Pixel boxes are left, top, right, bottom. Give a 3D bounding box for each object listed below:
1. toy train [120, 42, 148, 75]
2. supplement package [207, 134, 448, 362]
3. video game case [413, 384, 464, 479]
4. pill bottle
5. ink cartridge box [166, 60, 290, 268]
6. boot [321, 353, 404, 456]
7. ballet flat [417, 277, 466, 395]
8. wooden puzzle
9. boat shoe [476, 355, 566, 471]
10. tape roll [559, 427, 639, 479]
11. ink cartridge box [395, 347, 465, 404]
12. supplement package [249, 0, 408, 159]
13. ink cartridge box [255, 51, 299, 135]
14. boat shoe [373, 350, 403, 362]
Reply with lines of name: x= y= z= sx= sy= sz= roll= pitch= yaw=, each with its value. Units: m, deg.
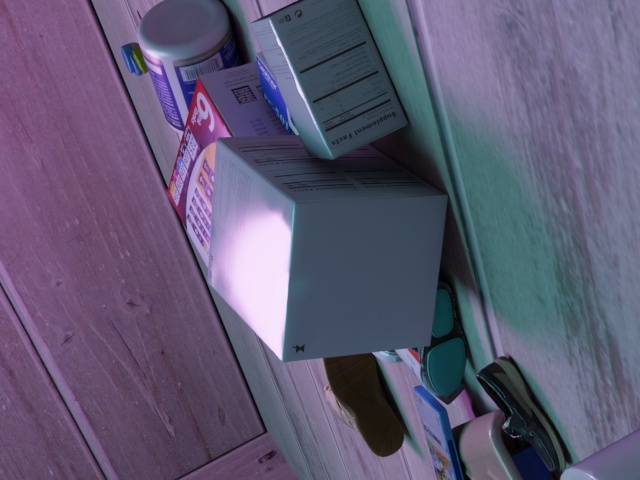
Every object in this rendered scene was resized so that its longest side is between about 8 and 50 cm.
toy train: x=-0.270 y=-0.344 z=2.371 sx=0.105 sy=0.143 sz=0.248 roll=66 pitch=169 yaw=-17
supplement package: x=0.000 y=0.000 z=1.628 sx=0.262 sy=0.198 sz=0.199 roll=-140 pitch=51 yaw=-58
video game case: x=0.172 y=0.296 z=1.861 sx=0.119 sy=0.015 sz=0.166 roll=-142 pitch=36 yaw=-73
pill bottle: x=-0.200 y=-0.265 z=2.212 sx=0.153 sy=0.153 sz=0.265 roll=53 pitch=165 yaw=41
ink cartridge box: x=-0.106 y=-0.075 z=2.068 sx=0.272 sy=0.130 sz=0.309 roll=59 pitch=151 yaw=23
boot: x=0.051 y=0.256 z=2.435 sx=0.262 sy=0.095 sz=0.203 roll=62 pitch=171 yaw=-14
ballet flat: x=0.151 y=0.117 z=1.740 sx=0.070 sy=0.070 sz=0.188 roll=-131 pitch=27 yaw=-50
wooden puzzle: x=0.283 y=0.393 z=1.754 sx=0.322 sy=0.080 sz=0.348 roll=115 pitch=132 yaw=-76
boat shoe: x=0.239 y=0.214 z=1.590 sx=0.152 sy=0.049 sz=0.056 roll=59 pitch=168 yaw=17
tape roll: x=0.341 y=0.316 z=1.235 sx=0.286 sy=0.100 sz=0.286 roll=59 pitch=167 yaw=22
ink cartridge box: x=0.110 y=0.144 z=1.847 sx=0.179 sy=0.045 sz=0.145 roll=33 pitch=-167 yaw=-43
supplement package: x=0.009 y=-0.195 z=1.551 sx=0.179 sy=0.105 sz=0.105 roll=66 pitch=167 yaw=-12
ink cartridge box: x=-0.022 y=-0.177 z=1.884 sx=0.207 sy=0.046 sz=0.097 roll=56 pitch=166 yaw=32
boat shoe: x=0.056 y=0.107 z=2.057 sx=0.228 sy=0.080 sz=0.076 roll=37 pitch=144 yaw=43
